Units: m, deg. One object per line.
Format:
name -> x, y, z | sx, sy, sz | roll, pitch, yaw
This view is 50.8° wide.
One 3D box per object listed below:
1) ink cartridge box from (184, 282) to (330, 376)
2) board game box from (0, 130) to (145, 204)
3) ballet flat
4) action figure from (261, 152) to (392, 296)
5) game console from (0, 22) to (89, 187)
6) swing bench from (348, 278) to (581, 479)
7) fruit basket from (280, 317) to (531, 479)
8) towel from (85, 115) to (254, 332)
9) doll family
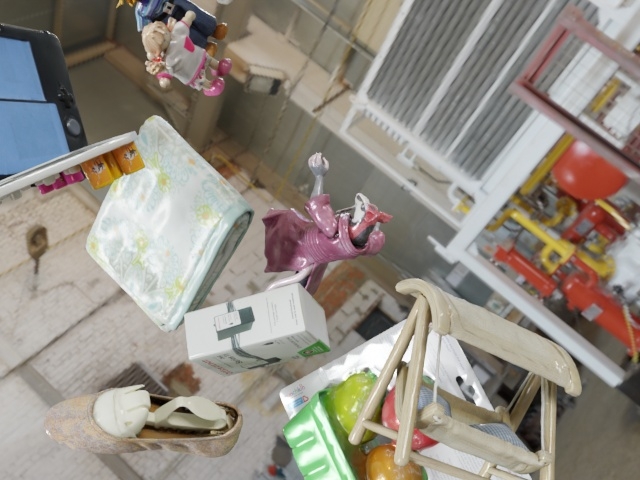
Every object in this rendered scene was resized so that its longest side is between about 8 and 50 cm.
ink cartridge box -> -0.106, 0.158, 1.149 | 0.208, 0.087, 0.153 | -16, -26, 12
board game box -> -0.464, -0.034, 0.894 | 0.390, 0.050, 0.390 | -31, 18, -27
ballet flat -> -0.267, 0.278, 1.073 | 0.316, 0.107, 0.106 | 13, -48, -31
action figure -> 0.000, 0.000, 1.449 | 0.370, 0.248, 0.275 | -18, 45, 54
game console -> -0.622, -0.274, 1.365 | 0.060, 0.342, 0.386 | -7, 7, 17
swing bench -> 0.213, 0.212, 0.952 | 0.165, 0.253, 0.254 | -12, 56, 67
fruit basket -> 0.131, 0.334, 1.173 | 0.353, 0.327, 0.165 | -32, -18, 13
towel -> -0.338, -0.026, 1.453 | 0.374, 0.320, 0.090 | -55, -17, 25
doll family -> -0.179, -0.319, 0.859 | 0.163, 0.118, 0.263 | 27, -97, -55
